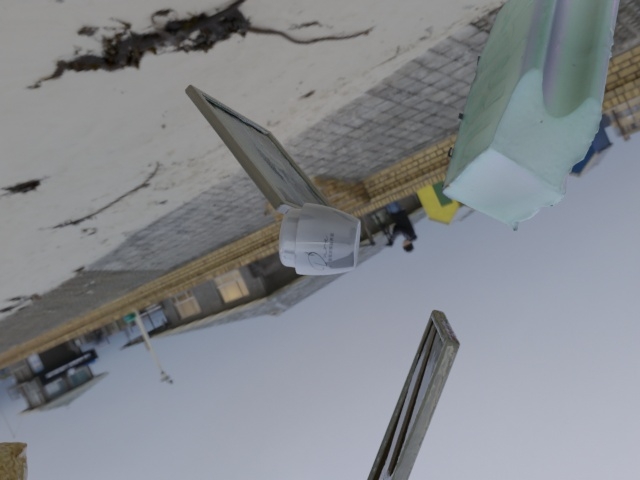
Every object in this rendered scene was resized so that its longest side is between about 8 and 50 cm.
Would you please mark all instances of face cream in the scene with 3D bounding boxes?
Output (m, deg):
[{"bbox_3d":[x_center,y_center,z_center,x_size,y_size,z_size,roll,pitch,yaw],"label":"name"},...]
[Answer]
[{"bbox_3d":[0.000,0.000,0.713,0.095,0.091,0.091,6,-173,7],"label":"face cream"}]

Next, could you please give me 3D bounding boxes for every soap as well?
[{"bbox_3d":[0.205,-0.141,0.562,0.145,0.091,0.230,123,-13,-70],"label":"soap"}]

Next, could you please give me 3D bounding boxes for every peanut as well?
[{"bbox_3d":[-0.422,0.326,0.692,0.194,0.083,0.093,-84,-161,-70],"label":"peanut"}]

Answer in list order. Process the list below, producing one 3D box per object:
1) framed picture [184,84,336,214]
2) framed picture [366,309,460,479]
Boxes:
[{"bbox_3d":[-0.083,-0.131,0.978,0.024,0.315,0.232,-48,150,14],"label":"framed picture"},{"bbox_3d":[0.095,0.248,0.690,0.240,0.020,0.324,5,106,-82],"label":"framed picture"}]
